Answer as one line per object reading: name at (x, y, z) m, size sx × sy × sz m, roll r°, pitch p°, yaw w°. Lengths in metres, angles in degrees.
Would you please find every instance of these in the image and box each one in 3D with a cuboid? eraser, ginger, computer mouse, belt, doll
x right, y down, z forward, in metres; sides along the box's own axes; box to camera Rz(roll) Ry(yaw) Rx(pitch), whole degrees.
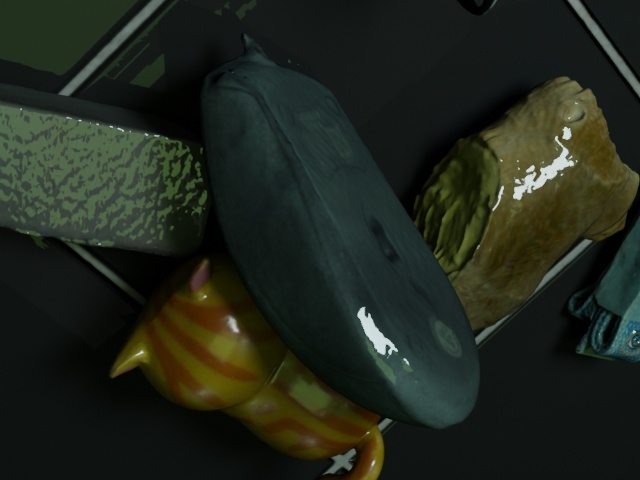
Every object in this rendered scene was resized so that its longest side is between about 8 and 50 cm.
eraser at (-0.267, -0.072, 0.853) m, size 0.353 × 0.077 × 0.111 m, roll 10°, pitch 108°, yaw -19°
ginger at (0.199, -0.023, 0.975) m, size 0.221 × 0.130 × 0.275 m, roll 1°, pitch 124°, yaw -34°
computer mouse at (0.000, 0.000, 0.845) m, size 0.122 × 0.188 × 0.371 m, roll -30°, pitch 85°, yaw 24°
belt at (0.358, -0.005, 1.050) m, size 0.072 × 0.087 × 0.302 m, roll 13°, pitch 111°, yaw -33°
doll at (-0.053, 0.110, 0.946) m, size 0.270 × 0.162 × 0.166 m, roll 32°, pitch 98°, yaw -25°

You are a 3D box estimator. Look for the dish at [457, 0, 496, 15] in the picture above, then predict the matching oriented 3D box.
dish at (0.121, -0.340, 0.746) m, size 0.120 × 0.303 × 0.303 m, roll -22°, pitch 119°, yaw -24°
